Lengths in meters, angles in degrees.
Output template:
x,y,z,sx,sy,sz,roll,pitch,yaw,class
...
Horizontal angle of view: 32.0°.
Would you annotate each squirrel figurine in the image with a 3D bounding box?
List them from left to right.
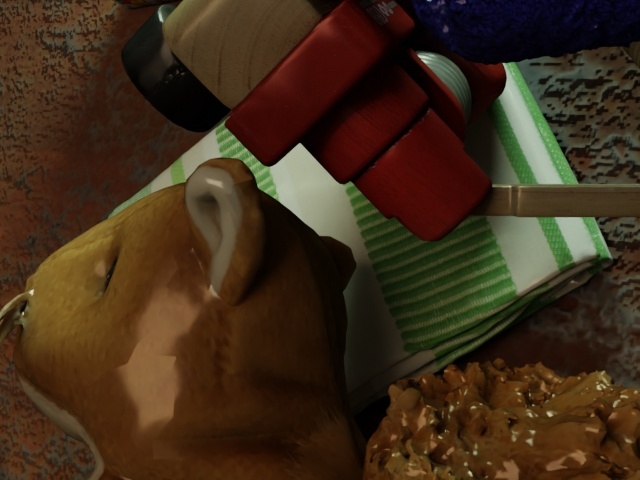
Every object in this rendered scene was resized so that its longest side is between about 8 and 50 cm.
x,y,z,sx,sy,sz,roll,pitch,yaw,class
-0.003,0.153,0.522,0.397,0.281,0.370,-2,73,22,squirrel figurine

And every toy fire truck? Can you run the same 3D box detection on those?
x,y,z,sx,sy,sz,roll,pitch,yaw,class
0.064,-0.070,0.555,0.158,0.217,0.246,-42,94,20,toy fire truck

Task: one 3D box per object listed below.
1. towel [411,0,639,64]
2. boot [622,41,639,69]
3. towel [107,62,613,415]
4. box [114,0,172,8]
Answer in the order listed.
x,y,z,sx,sy,sz,roll,pitch,yaw,class
0.167,-0.178,0.440,0.308,0.076,0.227,-12,47,-6,towel
0.259,-0.099,0.517,0.197,0.073,0.152,-41,64,11,boot
0.000,0.000,0.706,0.325,0.038,0.248,-35,56,26,towel
-0.109,-0.219,0.814,0.207,0.114,0.036,1,76,39,box
